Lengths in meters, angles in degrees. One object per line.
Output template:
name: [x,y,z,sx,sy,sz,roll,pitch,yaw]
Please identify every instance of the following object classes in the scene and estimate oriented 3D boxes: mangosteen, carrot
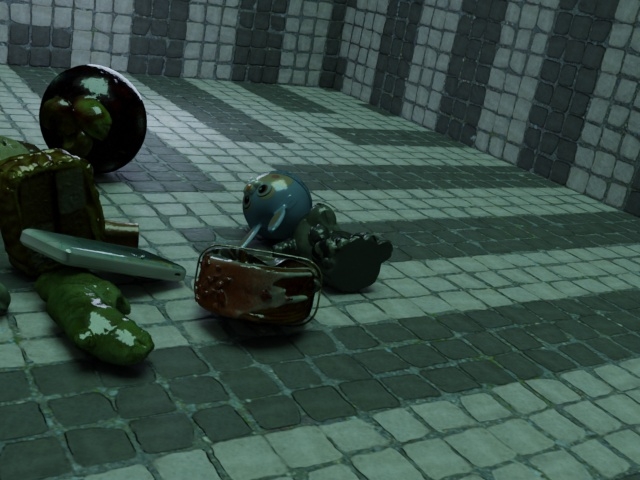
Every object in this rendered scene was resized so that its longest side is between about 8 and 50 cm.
mangosteen: [-0.579,-0.304,1.954,0.288,0.288,0.288,9,20,-3]
carrot: [-0.474,-0.016,1.529,0.225,0.067,0.067,6,20,-17]

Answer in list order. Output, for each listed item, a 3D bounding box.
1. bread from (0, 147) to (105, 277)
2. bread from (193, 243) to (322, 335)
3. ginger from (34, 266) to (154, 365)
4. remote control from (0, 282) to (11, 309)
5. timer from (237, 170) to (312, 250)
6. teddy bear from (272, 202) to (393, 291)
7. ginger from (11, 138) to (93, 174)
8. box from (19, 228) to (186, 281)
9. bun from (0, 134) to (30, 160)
bread: [-0.487,-0.055,1.387,0.096,0.222,0.181,23,36,36]
bread: [-0.112,0.086,1.342,0.224,0.142,0.212,10,5,1]
ginger: [-0.354,0.111,1.215,0.137,0.089,0.290,29,1,-34]
remote control: [-0.631,0.024,1.224,0.309,0.038,0.090,28,-23,0]
timer: [-0.120,-0.071,1.705,0.175,0.175,0.255,19,17,24]
teddy bear: [0.000,0.007,1.588,0.171,0.144,0.251,-19,32,-41]
ginger: [-0.684,-0.183,1.842,0.290,0.084,0.122,19,10,1]
box: [-0.377,0.029,1.370,0.142,0.044,0.285,17,2,34]
bun: [-0.736,-0.155,1.660,0.259,0.152,0.259,10,17,-3]
